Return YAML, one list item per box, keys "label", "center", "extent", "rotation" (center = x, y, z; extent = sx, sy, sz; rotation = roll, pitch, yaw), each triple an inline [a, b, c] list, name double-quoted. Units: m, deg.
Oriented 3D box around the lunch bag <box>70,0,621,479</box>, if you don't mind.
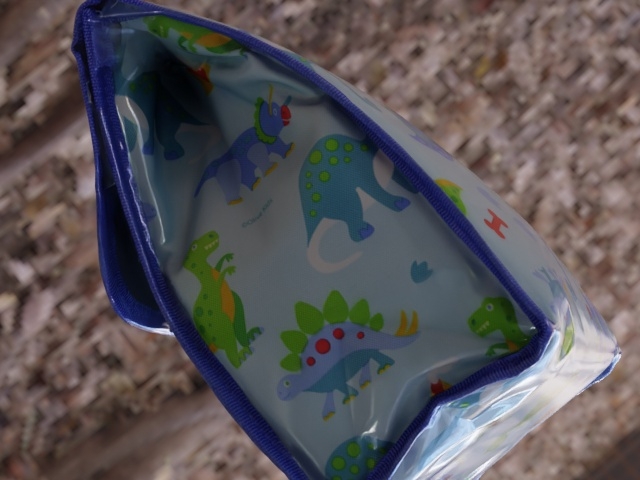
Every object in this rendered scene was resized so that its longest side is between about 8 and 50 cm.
- label: "lunch bag"
  center: [0.000, 0.000, 0.494]
  extent: [0.096, 0.151, 0.129]
  rotation: [-40, 165, 8]
